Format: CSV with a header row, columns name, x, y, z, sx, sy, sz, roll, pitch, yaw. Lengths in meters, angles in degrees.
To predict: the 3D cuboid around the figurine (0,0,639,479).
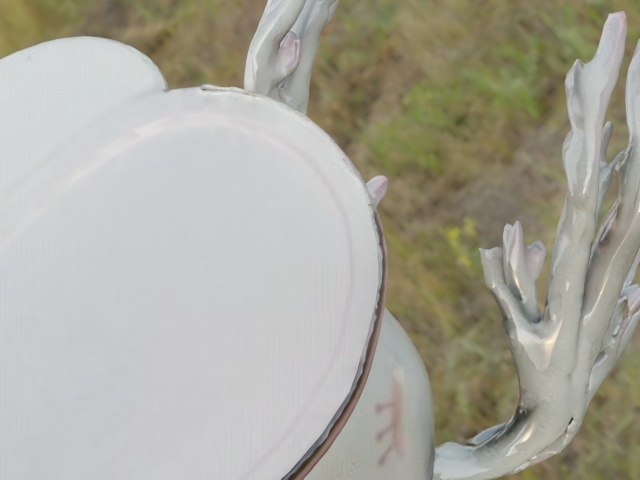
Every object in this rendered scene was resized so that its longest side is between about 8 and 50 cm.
name,x,y,z,sx,sy,sz,roll,pitch,yaw
figurine,0.010,0.009,0.613,0.206,0.316,0.284,21,90,19
